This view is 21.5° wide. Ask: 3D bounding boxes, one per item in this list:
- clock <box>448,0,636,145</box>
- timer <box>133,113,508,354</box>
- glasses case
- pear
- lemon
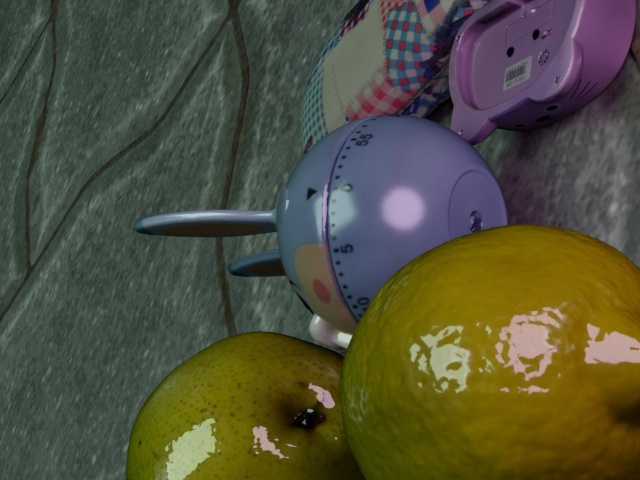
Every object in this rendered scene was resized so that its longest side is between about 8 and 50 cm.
[{"bbox_3d":[0.151,-0.123,1.165,0.152,0.050,0.110,-28,49,54],"label":"clock"},{"bbox_3d":[0.010,0.014,1.173,0.255,0.175,0.175,-28,43,25],"label":"timer"},{"bbox_3d":[0.084,-0.171,1.308,0.327,0.076,0.125,-45,34,40],"label":"glasses case"},{"bbox_3d":[-0.046,0.155,1.183,0.198,0.198,0.198,-43,35,41],"label":"pear"},{"bbox_3d":[0.101,0.084,0.954,0.248,0.184,0.184,-30,44,54],"label":"lemon"}]
